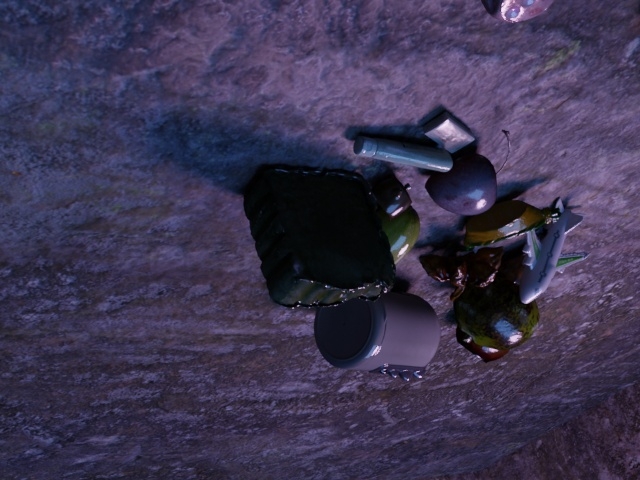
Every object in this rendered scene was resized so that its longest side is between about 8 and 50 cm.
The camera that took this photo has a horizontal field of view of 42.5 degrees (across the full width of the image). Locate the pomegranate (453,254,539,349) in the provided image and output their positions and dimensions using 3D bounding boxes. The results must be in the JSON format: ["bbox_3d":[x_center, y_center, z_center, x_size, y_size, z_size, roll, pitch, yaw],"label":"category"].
[{"bbox_3d":[0.454,0.137,2.083,0.204,0.277,0.222,4,163,45],"label":"pomegranate"}]

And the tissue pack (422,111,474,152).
[{"bbox_3d":[0.239,-0.199,1.528,0.056,0.023,0.108,-33,147,27],"label":"tissue pack"}]

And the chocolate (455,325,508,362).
[{"bbox_3d":[0.469,0.251,2.304,0.176,0.177,0.177,-14,150,-8],"label":"chocolate"}]

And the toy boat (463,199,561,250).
[{"bbox_3d":[0.415,-0.035,1.829,0.229,0.089,0.088,-21,139,23],"label":"toy boat"}]

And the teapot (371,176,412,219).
[{"bbox_3d":[0.148,-0.089,1.619,0.068,0.076,0.121,-33,176,8],"label":"teapot"}]

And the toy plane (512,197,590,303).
[{"bbox_3d":[0.530,0.029,1.945,0.251,0.101,0.255,25,95,-38],"label":"toy plane"}]

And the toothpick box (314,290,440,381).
[{"bbox_3d":[0.160,0.228,1.996,0.229,0.229,0.316,-38,146,31],"label":"toothpick box"}]

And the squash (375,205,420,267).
[{"bbox_3d":[0.135,-0.008,1.709,0.123,0.123,0.186,12,135,-42],"label":"squash"}]

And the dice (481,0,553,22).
[{"bbox_3d":[0.282,-0.376,1.182,0.093,0.094,0.091,-16,150,-8],"label":"dice"}]

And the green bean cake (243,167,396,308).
[{"bbox_3d":[0.000,0.000,1.503,0.241,0.255,0.132,0,148,-37],"label":"green bean cake"}]

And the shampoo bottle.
[{"bbox_3d":[0.150,-0.161,1.511,0.190,0.069,0.041,6,118,-28],"label":"shampoo bottle"}]

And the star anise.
[{"bbox_3d":[0.332,0.069,1.920,0.196,0.111,0.212,-19,163,27],"label":"star anise"}]

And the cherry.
[{"bbox_3d":[0.280,-0.129,1.603,0.148,0.115,0.188,15,149,21],"label":"cherry"}]
